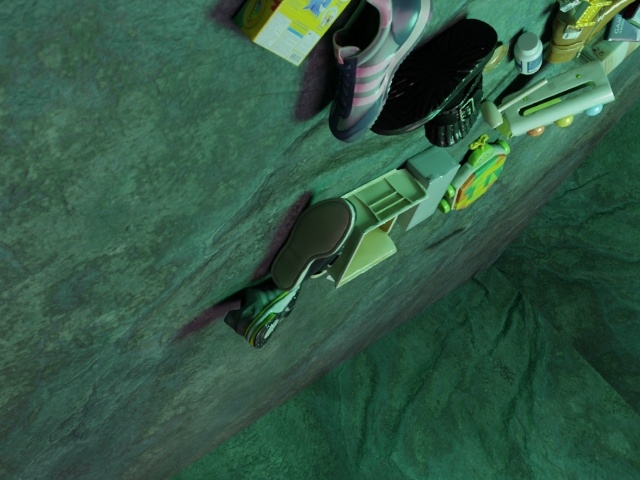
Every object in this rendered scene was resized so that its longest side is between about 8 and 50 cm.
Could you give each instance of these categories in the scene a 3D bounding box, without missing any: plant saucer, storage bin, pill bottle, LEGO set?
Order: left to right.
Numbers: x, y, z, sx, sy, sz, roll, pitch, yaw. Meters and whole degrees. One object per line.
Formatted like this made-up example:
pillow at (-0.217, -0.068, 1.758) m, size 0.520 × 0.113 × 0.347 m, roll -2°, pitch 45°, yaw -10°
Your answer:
storage bin at (0.134, -0.037, 1.705) m, size 0.260 × 0.123 × 0.262 m, roll -28°, pitch 157°, yaw -31°
plant saucer at (0.414, -0.439, 1.515) m, size 0.083 × 0.015 × 0.083 m, roll -35°, pitch 159°, yaw -15°
pill bottle at (0.514, -0.466, 1.566) m, size 0.067 × 0.067 × 0.120 m, roll -43°, pitch 161°, yaw 7°
LEGO set at (0.568, -0.560, 1.410) m, size 0.132 × 0.107 × 0.287 m, roll -17°, pitch 166°, yaw 31°

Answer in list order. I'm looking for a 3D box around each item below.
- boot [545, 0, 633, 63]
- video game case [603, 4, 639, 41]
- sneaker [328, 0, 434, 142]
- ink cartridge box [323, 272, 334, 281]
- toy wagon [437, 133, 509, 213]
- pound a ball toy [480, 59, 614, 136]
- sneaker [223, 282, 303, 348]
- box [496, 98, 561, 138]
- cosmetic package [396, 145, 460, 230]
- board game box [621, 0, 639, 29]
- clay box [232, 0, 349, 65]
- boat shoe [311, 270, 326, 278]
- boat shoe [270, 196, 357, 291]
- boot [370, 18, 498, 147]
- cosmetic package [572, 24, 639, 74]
boot at (0.714, -0.569, 1.608) m, size 0.284 × 0.109 × 0.220 m, roll -26°, pitch 151°, yaw -13°
video game case at (0.898, -0.627, 1.679) m, size 0.274 × 0.026 × 0.196 m, roll -2°, pitch 116°, yaw -13°
sneaker at (0.058, -0.298, 1.063) m, size 0.131 × 0.112 × 0.319 m, roll -5°, pitch 141°, yaw -32°
ink cartridge box at (0.058, 0.062, 1.884) m, size 0.122 × 0.052 × 0.088 m, roll -42°, pitch 161°, yaw 6°
toy wagon at (0.508, -0.223, 2.080) m, size 0.267 × 0.068 × 0.344 m, roll -37°, pitch 161°, yaw -11°
pound a ball toy at (0.623, -0.368, 1.732) m, size 0.319 × 0.135 × 0.208 m, roll -20°, pitch 179°, yaw 26°
sneaker at (-0.137, 0.153, 1.646) m, size 0.300 × 0.121 × 0.111 m, roll -46°, pitch 161°, yaw -56°
box at (0.657, -0.399, 1.993) m, size 0.232 × 0.058 × 0.087 m, roll -27°, pitch 157°, yaw -32°
cosmetic package at (0.284, -0.146, 1.784) m, size 0.127 × 0.107 × 0.238 m, roll -29°, pitch 155°, yaw -29°
board game box at (0.950, -0.689, 1.622) m, size 0.346 × 0.208 × 0.056 m, roll -63°, pitch -161°, yaw 15°
clay box at (-0.006, -0.354, 0.861) m, size 0.222 × 0.053 × 0.127 m, roll -48°, pitch 159°, yaw 17°
boat shoe at (0.026, 0.056, 1.802) m, size 0.152 × 0.056 × 0.049 m, roll -33°, pitch 161°, yaw -12°
boat shoe at (0.002, 0.004, 1.544) m, size 0.113 × 0.127 × 0.340 m, roll -22°, pitch 155°, yaw -45°
boot at (0.231, -0.280, 1.345) m, size 0.348 × 0.131 × 0.260 m, roll -36°, pitch 160°, yaw -14°
cosmetic package at (0.864, -0.618, 1.794) m, size 0.296 × 0.129 × 0.153 m, roll -45°, pitch 158°, yaw 10°
